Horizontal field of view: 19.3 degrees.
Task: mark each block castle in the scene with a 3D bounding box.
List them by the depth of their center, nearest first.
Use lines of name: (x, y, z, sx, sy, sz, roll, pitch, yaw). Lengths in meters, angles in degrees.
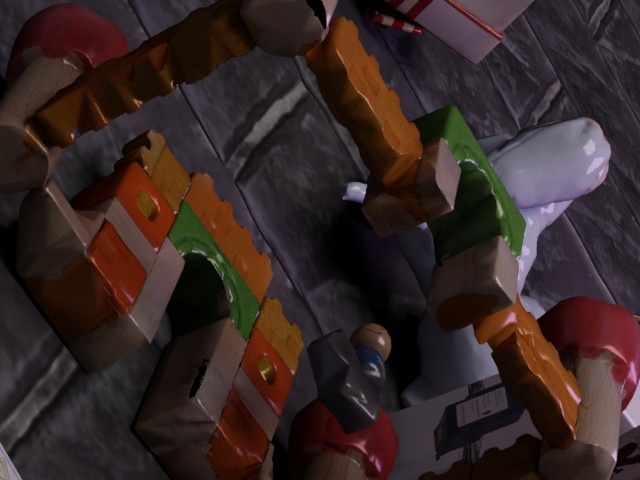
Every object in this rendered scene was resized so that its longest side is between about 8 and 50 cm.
block castle: (0.000, 0.000, 1.310, 0.453, 0.303, 0.213, 56, 25, -22)

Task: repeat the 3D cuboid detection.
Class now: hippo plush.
hippo plush: (0.166, 0.028, 1.694, 0.294, 0.234, 0.236, -50, 126, -84)

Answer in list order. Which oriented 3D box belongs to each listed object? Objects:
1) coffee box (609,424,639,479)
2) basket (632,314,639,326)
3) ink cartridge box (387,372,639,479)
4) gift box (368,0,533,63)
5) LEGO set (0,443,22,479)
coffee box: (0.189, 0.278, 1.415, 0.168, 0.297, 0.119, 56, 11, -18)
basket: (0.331, 0.223, 1.750, 0.223, 0.213, 0.299, 45, -1, -36)
ink cartridge box: (0.186, 0.196, 1.577, 0.172, 0.237, 0.100, 50, 31, -29)
gift box: (0.131, -0.380, 1.997, 0.276, 0.258, 0.255, 36, 35, -13)
LEGO set: (-0.206, 0.151, 1.056, 0.244, 0.060, 0.182, 62, 28, -8)
